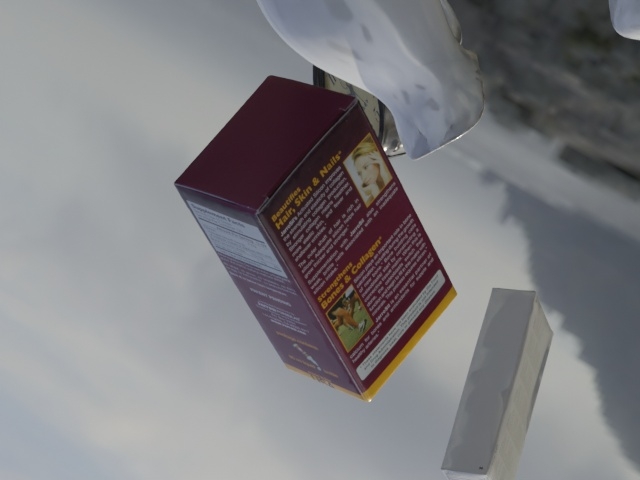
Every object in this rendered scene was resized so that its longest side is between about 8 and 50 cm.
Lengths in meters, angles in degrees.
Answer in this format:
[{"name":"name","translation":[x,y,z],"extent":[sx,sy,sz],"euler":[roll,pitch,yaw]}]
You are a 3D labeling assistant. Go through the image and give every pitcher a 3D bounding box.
[{"name":"pitcher","translation":[0.041,-0.190,1.546],"extent":[0.207,0.125,0.177],"euler":[46,-152,-25]}]

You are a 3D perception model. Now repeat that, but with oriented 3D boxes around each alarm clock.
[{"name":"alarm clock","translation":[0.039,-0.152,1.809],"extent":[0.192,0.064,0.129],"euler":[61,151,22]}]

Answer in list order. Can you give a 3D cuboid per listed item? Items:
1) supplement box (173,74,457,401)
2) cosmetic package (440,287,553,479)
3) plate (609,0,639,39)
[{"name":"supplement box","translation":[0.000,0.000,1.262],"extent":[0.081,0.104,0.188],"euler":[19,150,42]},{"name":"cosmetic package","translation":[0.203,0.180,2.256],"extent":[0.060,0.239,0.099],"euler":[6,149,23]},{"name":"plate","translation":[0.317,-0.262,1.261],"extent":[0.277,0.278,0.045],"euler":[-1,-159,14]}]
